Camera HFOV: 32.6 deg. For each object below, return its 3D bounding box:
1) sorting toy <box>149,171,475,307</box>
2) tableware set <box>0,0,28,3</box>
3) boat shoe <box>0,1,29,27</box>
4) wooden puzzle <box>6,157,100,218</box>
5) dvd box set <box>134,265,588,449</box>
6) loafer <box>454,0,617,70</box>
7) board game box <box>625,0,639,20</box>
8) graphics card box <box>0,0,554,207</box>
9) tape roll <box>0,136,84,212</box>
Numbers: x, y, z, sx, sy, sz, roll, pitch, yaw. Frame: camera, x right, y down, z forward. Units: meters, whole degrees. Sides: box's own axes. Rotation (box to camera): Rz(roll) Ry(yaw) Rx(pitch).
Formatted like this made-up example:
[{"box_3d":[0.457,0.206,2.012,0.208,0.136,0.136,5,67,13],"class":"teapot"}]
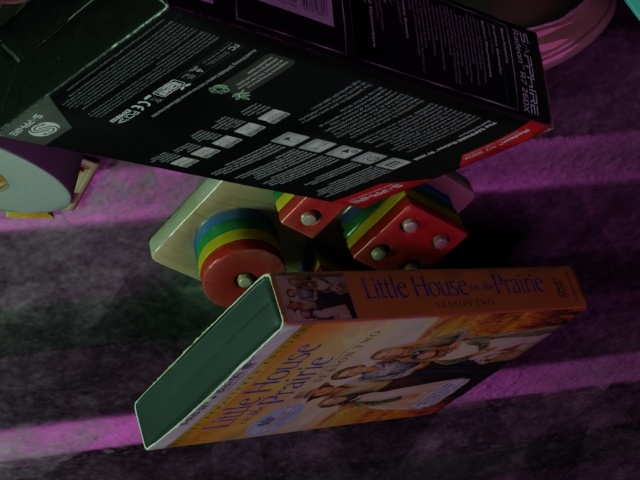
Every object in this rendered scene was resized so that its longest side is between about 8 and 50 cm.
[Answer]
[{"box_3d":[0.000,0.000,1.150,0.257,0.089,0.255,26,122,-37],"class":"sorting toy"},{"box_3d":[-0.273,-0.215,0.811,0.168,0.141,0.020,-15,155,-4],"class":"tableware set"},{"box_3d":[-0.134,-0.220,0.880,0.305,0.091,0.109,-28,136,11],"class":"boat shoe"},{"box_3d":[-0.259,-0.059,1.062,0.078,0.014,0.116,10,130,-26],"class":"wooden puzzle"},{"box_3d":[0.048,0.126,1.199,0.420,0.062,0.307,1,149,-38],"class":"dvd box set"},{"box_3d":[0.122,-0.197,0.957,0.268,0.102,0.092,-12,137,12],"class":"loafer"},{"box_3d":[0.301,-0.188,0.874,0.079,0.336,0.253,-38,133,20],"class":"board game box"},{"box_3d":[-0.029,-0.120,0.832,0.371,0.094,0.232,8,160,-40],"class":"graphics card box"},{"box_3d":[-0.302,-0.092,0.890,0.219,0.072,0.219,11,165,3],"class":"tape roll"}]
